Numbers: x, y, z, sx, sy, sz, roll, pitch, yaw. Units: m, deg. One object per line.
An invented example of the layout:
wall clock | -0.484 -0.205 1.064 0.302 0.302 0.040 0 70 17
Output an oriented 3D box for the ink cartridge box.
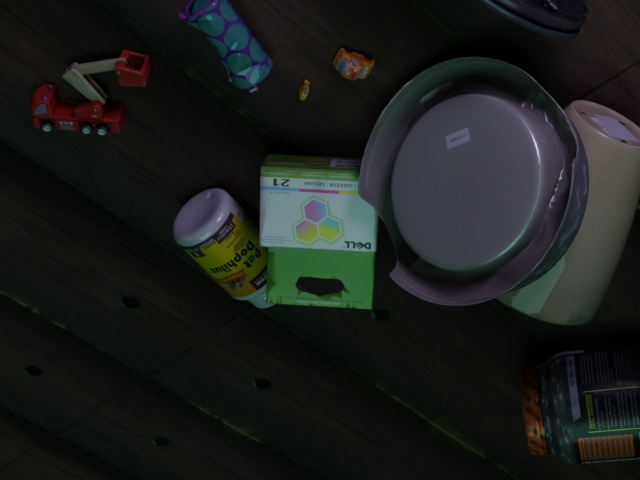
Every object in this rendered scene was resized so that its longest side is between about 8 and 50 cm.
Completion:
ink cartridge box | 0.000 0.000 1.733 0.188 0.097 0.255 3 107 4

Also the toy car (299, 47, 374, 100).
toy car | 0.023 -0.231 1.602 0.060 0.041 0.122 32 131 -25

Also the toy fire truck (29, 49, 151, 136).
toy fire truck | -0.350 -0.224 1.648 0.191 0.047 0.135 4 136 3

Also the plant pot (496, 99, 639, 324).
plant pot | 0.366 -0.060 1.626 0.256 0.256 0.274 19 119 -13

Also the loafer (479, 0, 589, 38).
loafer | 0.228 -0.360 1.401 0.302 0.109 0.095 24 130 -14

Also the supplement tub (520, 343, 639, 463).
supplement tub | 0.542 0.295 1.981 0.337 0.207 0.207 -7 135 14

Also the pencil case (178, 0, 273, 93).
pencil case | -0.131 -0.283 1.548 0.070 0.064 0.152 -29 128 11

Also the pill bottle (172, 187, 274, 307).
pill bottle | -0.142 0.020 1.831 0.117 0.117 0.215 -21 131 26

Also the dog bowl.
dog bowl | 0.220 -0.079 1.546 0.348 0.349 0.102 -30 156 32
